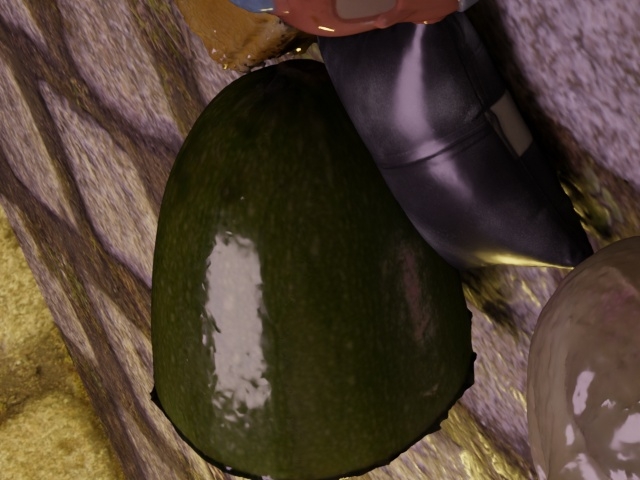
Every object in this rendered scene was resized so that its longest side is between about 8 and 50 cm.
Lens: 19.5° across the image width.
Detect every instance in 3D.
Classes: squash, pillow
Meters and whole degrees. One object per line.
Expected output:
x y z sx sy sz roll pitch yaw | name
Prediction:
-0.024 0.004 1.625 0.310 0.310 0.309 43 154 40 | squash
0.102 -0.075 1.463 0.250 0.106 0.186 59 155 -13 | pillow

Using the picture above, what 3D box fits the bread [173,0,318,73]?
-0.051 -0.238 1.573 0.174 0.121 0.245 50 158 -1 | bread

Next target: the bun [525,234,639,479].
0.266 0.176 1.266 0.361 0.213 0.361 52 163 22 | bun

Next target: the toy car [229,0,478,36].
0.013 -0.251 1.231 0.180 0.212 0.270 46 159 31 | toy car
